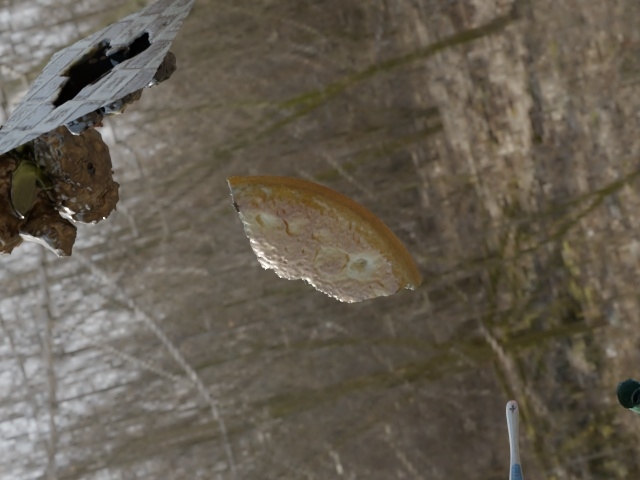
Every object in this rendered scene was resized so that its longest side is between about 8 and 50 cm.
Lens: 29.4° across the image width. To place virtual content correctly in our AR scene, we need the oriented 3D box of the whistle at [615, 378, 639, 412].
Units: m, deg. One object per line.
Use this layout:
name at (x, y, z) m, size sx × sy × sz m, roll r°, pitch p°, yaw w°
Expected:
whistle at (0.434, 0.212, 1.565) m, size 0.186 × 0.039 × 0.039 m, roll 23°, pitch -135°, yaw -50°

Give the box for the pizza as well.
pizza at (0.000, 0.000, 2.029) m, size 0.074 × 0.365 × 0.182 m, roll -69°, pitch 2°, yaw -57°

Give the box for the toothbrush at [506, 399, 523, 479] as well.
toothbrush at (0.193, 0.235, 1.211) m, size 0.017 × 0.014 × 0.162 m, roll -133°, pitch 37°, yaw -76°

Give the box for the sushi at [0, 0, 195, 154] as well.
sushi at (-0.215, -0.159, 1.242) m, size 0.047 × 0.219 × 0.231 m, roll 55°, pitch -151°, yaw -27°

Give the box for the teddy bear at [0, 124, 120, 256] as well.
teddy bear at (-0.375, -0.080, 1.470) m, size 0.246 × 0.222 × 0.296 m, roll 50°, pitch 178°, yaw 14°
